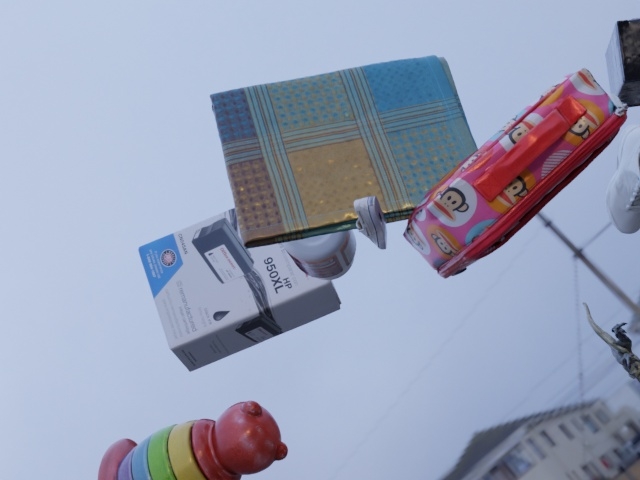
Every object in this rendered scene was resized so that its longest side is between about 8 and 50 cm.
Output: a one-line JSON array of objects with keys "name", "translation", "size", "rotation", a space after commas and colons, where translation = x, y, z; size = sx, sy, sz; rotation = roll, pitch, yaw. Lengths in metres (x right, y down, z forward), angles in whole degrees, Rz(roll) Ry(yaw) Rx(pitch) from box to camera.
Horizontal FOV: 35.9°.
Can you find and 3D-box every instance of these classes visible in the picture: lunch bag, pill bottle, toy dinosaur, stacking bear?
[{"name": "lunch bag", "translation": [0.247, -0.090, 1.256], "size": [0.293, 0.120, 0.258], "rotation": [-41, -6, -13]}, {"name": "pill bottle", "translation": [0.000, 0.000, 1.741], "size": [0.121, 0.121, 0.221], "rotation": [-38, -15, -3]}, {"name": "toy dinosaur", "translation": [0.666, 0.238, 2.177], "size": [0.064, 0.268, 0.118], "rotation": [-38, -15, -2]}, {"name": "stacking bear", "translation": [-0.189, 0.347, 1.543], "size": [0.289, 0.175, 0.164], "rotation": [-30, 2, 17]}]

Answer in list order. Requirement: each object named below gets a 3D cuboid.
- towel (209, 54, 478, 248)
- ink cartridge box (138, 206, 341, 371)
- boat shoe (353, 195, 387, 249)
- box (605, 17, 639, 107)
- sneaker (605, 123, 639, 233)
[{"name": "towel", "translation": [0.042, -0.137, 1.459], "size": [0.370, 0.272, 0.040], "rotation": [-11, -26, -7]}, {"name": "ink cartridge box", "translation": [-0.186, 0.086, 2.304], "size": [0.394, 0.286, 0.166], "rotation": [-23, -27, -1]}, {"name": "boat shoe", "translation": [0.065, -0.022, 1.307], "size": [0.035, 0.035, 0.100], "rotation": [-3, -34, 15]}, {"name": "box", "translation": [0.500, -0.259, 1.419], "size": [0.155, 0.093, 0.158], "rotation": [-6, -7, 10]}, {"name": "sneaker", "translation": [0.590, -0.105, 1.842], "size": [0.080, 0.094, 0.212], "rotation": [-6, -69, -12]}]
